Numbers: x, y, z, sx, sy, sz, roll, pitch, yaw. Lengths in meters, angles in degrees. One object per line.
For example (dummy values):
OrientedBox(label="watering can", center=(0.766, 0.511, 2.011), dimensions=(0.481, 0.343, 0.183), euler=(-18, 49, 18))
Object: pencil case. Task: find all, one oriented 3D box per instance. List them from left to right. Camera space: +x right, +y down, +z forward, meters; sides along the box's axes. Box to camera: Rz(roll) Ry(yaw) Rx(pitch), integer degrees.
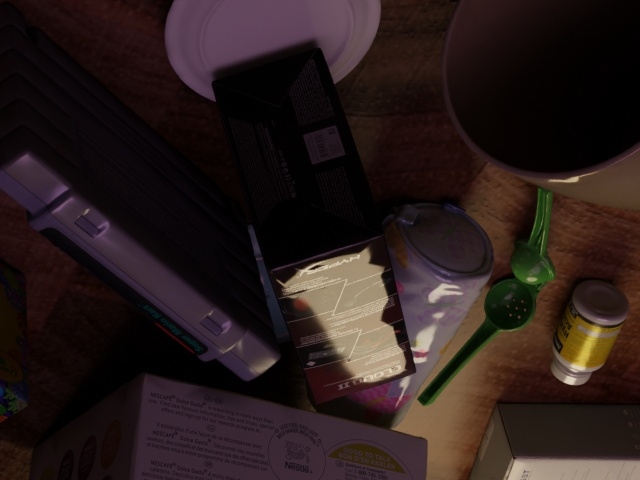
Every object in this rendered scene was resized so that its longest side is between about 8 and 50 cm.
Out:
OrientedBox(label="pencil case", center=(0.079, 0.085, 1.871), dimensions=(0.124, 0.113, 0.273), euler=(19, 128, -9))

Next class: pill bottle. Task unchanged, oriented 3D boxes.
OrientedBox(label="pill bottle", center=(0.294, 0.105, 1.968), dimensions=(0.065, 0.065, 0.116), euler=(3, 132, -15))

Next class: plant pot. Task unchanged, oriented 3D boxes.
OrientedBox(label="plant pot", center=(0.288, -0.132, 1.636), dimensions=(0.256, 0.256, 0.274), euler=(-33, 147, 19))

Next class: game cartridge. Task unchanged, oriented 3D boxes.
OrientedBox(label="game cartridge", center=(-0.176, -0.036, 1.616), dimensions=(0.068, 0.230, 0.355), euler=(-32, 131, 19))

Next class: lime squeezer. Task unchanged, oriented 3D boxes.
OrientedBox(label="lime squeezer", center=(0.198, 0.045, 1.883), dimensions=(0.110, 0.059, 0.310), euler=(-3, 135, -36))

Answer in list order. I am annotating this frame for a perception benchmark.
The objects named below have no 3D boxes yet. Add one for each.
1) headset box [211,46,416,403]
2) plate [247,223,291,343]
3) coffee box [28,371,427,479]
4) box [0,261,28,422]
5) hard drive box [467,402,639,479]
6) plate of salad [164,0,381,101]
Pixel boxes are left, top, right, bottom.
OrientedBox(label="headset box", center=(0.000, 0.000, 1.663), dimensions=(0.110, 0.218, 0.293), euler=(-17, 148, 0))
OrientedBox(label="plate", center=(-0.062, 0.056, 1.874), dimensions=(0.188, 0.024, 0.188), euler=(-6, 135, -6))
OrientedBox(label="coffee box", center=(-0.115, 0.366, 1.882), dimensions=(0.338, 0.334, 0.337), euler=(15, 154, -24))
OrientedBox(label="box", center=(-0.483, 0.094, 1.717), dimensions=(0.279, 0.177, 0.290), euler=(-33, 131, 21))
OrientedBox(label="hard drive box", center=(0.307, 0.286, 2.131), dimensions=(0.232, 0.089, 0.181), euler=(2, 133, -14))
OrientedBox(label="plate of salad", center=(-0.044, -0.200, 1.608), dimensions=(0.200, 0.048, 0.200), euler=(-10, 138, -9))
